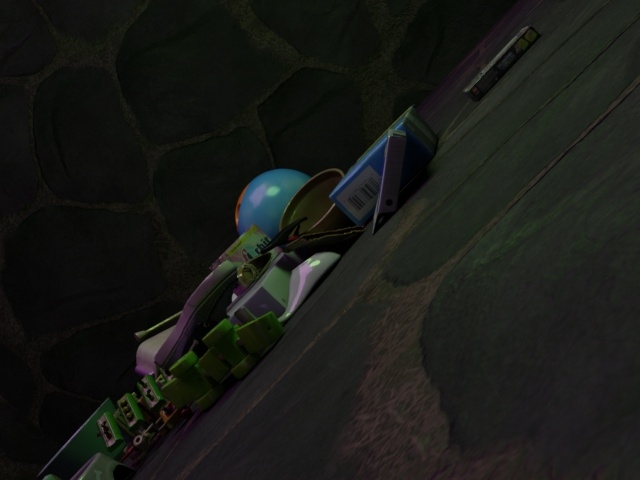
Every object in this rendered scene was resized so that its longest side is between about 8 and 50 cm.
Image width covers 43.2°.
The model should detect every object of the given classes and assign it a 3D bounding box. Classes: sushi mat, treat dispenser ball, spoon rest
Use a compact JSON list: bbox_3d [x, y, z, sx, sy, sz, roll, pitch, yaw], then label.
[{"bbox_3d":[0.000,0.000,1.951,0.152,0.019,0.316,-11,-4,-12],"label":"sushi mat"},{"bbox_3d":[-0.109,-0.069,2.403,0.288,0.288,0.288,-47,4,5],"label":"treat dispenser ball"},{"bbox_3d":[-0.058,0.112,1.774,0.276,0.084,0.137,-34,-2,-30],"label":"spoon rest"}]

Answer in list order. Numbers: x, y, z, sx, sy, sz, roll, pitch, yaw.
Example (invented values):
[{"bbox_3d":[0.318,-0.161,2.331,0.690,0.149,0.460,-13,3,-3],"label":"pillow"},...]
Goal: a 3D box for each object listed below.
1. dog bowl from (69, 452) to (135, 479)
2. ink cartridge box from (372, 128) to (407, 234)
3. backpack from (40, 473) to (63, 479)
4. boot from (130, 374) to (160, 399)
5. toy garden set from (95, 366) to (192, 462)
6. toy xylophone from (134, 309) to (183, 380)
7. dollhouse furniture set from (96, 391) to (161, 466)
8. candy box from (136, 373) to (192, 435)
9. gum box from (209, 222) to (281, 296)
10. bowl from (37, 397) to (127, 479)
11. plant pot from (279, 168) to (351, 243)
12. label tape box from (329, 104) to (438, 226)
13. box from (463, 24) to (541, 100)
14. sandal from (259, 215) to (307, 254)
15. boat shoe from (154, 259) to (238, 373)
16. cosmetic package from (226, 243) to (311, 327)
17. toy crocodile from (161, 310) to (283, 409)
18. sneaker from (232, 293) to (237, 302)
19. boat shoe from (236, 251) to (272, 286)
[{"bbox_3d":[-0.577,0.635,1.850,0.348,0.102,0.349,-48,4,5],"label":"dog bowl"},{"bbox_3d":[0.147,-0.126,1.719,0.206,0.045,0.208,-69,-11,-77],"label":"ink cartridge box"},{"bbox_3d":[-0.506,0.536,1.434,0.225,0.191,0.253,-53,-1,-30],"label":"backpack"},{"bbox_3d":[-0.471,0.438,2.393,0.348,0.131,0.260,-46,4,13],"label":"boot"},{"bbox_3d":[-0.420,0.405,1.912,0.244,0.049,0.204,-43,39,-4],"label":"toy garden set"},{"bbox_3d":[-0.382,0.277,2.278,0.323,0.081,0.236,-24,20,-26],"label":"toy xylophone"},{"bbox_3d":[-0.503,0.506,2.101,0.129,0.129,0.184,-51,6,-38],"label":"dollhouse furniture set"},{"bbox_3d":[-0.382,0.393,2.069,0.053,0.109,0.186,-44,6,40],"label":"candy box"},{"bbox_3d":[-0.200,0.052,2.145,0.062,0.107,0.188,-42,6,44],"label":"gum box"},{"bbox_3d":[-0.711,0.661,2.520,0.311,0.163,0.311,-46,4,4],"label":"bowl"},{"bbox_3d":[0.009,-0.070,2.178,0.237,0.110,0.237,-34,32,25],"label":"plant pot"},{"bbox_3d":[0.168,-0.195,2.000,0.249,0.115,0.347,-45,3,20],"label":"label tape box"},{"bbox_3d":[0.433,-0.423,1.944,0.207,0.036,0.114,-46,4,11],"label":"box"},{"bbox_3d":[-0.088,-0.005,2.051,0.067,0.040,0.179,-29,11,46],"label":"sandal"},{"bbox_3d":[-0.230,0.202,1.784,0.340,0.158,0.127,-55,-9,35],"label":"boat shoe"},{"bbox_3d":[-0.167,0.173,2.071,0.284,0.097,0.377,-43,5,18],"label":"cosmetic package"},{"bbox_3d":[-0.213,0.251,1.684,0.340,0.115,0.105,-42,2,32],"label":"toy crocodile"},{"bbox_3d":[-0.154,0.128,2.425,0.152,0.114,0.305,-30,15,24],"label":"sneaker"},{"bbox_3d":[-0.166,0.069,2.036,0.048,0.056,0.153,-44,-3,27],"label":"boat shoe"}]
